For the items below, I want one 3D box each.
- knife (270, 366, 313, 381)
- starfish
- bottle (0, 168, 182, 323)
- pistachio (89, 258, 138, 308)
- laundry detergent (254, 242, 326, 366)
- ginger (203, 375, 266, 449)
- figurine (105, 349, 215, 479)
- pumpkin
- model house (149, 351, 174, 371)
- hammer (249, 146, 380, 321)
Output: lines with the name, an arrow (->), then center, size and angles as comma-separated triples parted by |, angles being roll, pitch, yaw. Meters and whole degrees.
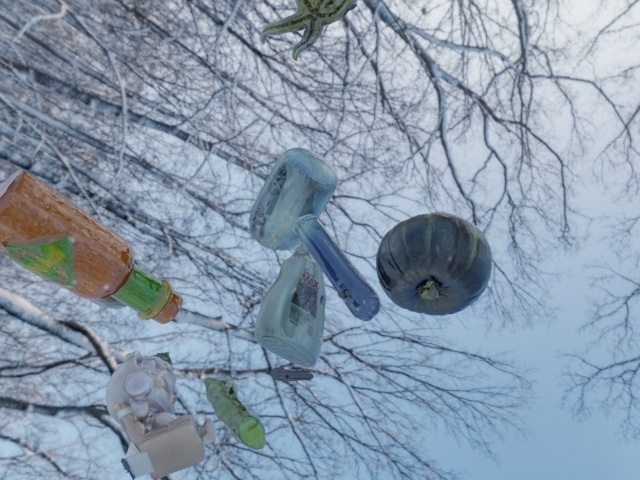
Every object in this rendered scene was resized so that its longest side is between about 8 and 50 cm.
knife -> -0.063, 0.301, 1.096 | 0.121, 0.018, 0.031 | -10, -86, 33
starfish -> -0.024, -0.413, 0.854 | 0.208, 0.053, 0.175 | -37, -109, 11
bottle -> -0.204, 0.018, 0.439 | 0.069, 0.187, 0.069 | -29, -141, 26
pistachio -> -0.367, 0.063, 0.838 | 0.113, 0.149, 0.113 | -2, -106, 8
laundry detergent -> -0.063, 0.177, 1.572 | 0.125, 0.264, 0.397 | -15, -132, 36
ginger -> -0.226, 0.445, 1.280 | 0.290, 0.137, 0.089 | 26, -90, 46
figurine -> -0.281, 0.275, 0.823 | 0.141, 0.162, 0.237 | -24, -145, -22
pumpkin -> 0.316, 0.066, 1.377 | 0.323, 0.323, 0.241 | -20, -137, 34
model house -> -0.483, 0.380, 1.449 | 0.066, 0.079, 0.083 | -33, -108, 43
hammer -> 0.000, 0.000, 0.486 | 0.194, 0.070, 0.116 | 54, -55, 32
